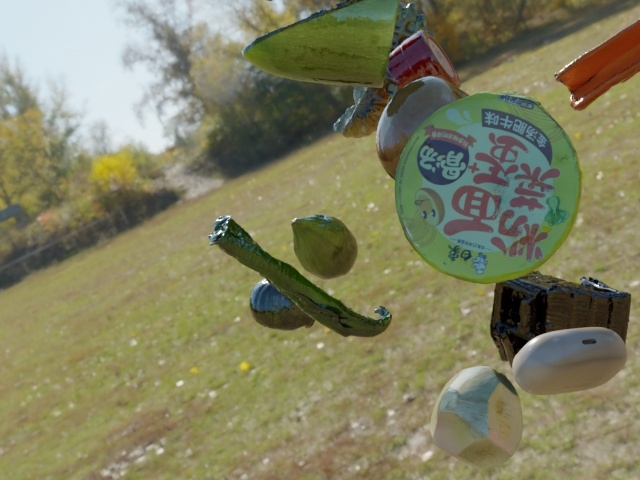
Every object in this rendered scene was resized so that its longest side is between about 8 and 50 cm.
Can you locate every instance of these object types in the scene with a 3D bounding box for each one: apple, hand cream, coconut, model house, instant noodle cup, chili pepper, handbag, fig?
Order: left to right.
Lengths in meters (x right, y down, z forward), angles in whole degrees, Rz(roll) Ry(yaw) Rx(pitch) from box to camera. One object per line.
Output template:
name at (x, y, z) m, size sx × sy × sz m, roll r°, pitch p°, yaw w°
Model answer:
chili pepper at (-0.032, 0.074, 1.443) m, size 0.076 × 0.359 × 0.085 m, roll -49°, pitch 24°, yaw 19°
fig at (0.004, -0.001, 2.330) m, size 0.167 × 0.233 × 0.167 m, roll -21°, pitch 26°, yaw 11°
hand cream at (0.269, -0.444, 2.256) m, size 0.125 × 0.193 × 0.193 m, roll -32°, pitch 5°, yaw 21°
apple at (0.242, -0.212, 1.741) m, size 0.254 × 0.253 × 0.253 m, roll -26°, pitch 8°, yaw 4°
coconut at (0.357, 0.404, 1.988) m, size 0.237 × 0.236 × 0.197 m, roll -31°, pitch 20°, yaw -35°
instant noodle cup at (0.301, -0.086, 1.461) m, size 0.311 × 0.311 × 0.221 m, roll -23°, pitch -8°, yaw 21°
model house at (0.568, 0.222, 2.013) m, size 0.283 × 0.317 × 0.297 m, roll 17°, pitch 25°, yaw 31°
handbag at (0.783, -0.474, 2.056) m, size 0.304 × 0.116 × 0.410 m, roll -29°, pitch -3°, yaw -42°

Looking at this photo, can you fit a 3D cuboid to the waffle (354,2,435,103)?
waffle at (0.207, -0.536, 2.518) m, size 0.292 × 0.309 × 0.056 m, roll -29°, pitch -17°, yaw 29°

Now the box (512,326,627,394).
box at (0.436, 0.212, 1.507) m, size 0.200 × 0.088 × 0.146 m, roll -3°, pitch -33°, yaw -17°

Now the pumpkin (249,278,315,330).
pumpkin at (-0.096, 0.136, 1.887) m, size 0.108 × 0.118 × 0.184 m, roll 9°, pitch -6°, yaw -37°

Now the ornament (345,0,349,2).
ornament at (0.143, -0.698, 2.272) m, size 0.202 × 0.236 × 0.080 m, roll 3°, pitch 11°, yaw 3°

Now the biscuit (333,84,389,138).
biscuit at (0.121, -0.346, 2.261) m, size 0.183 × 0.118 × 0.061 m, roll -59°, pitch -9°, yaw -5°

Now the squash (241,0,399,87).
squash at (-0.002, -0.440, 1.835) m, size 0.309 × 0.210 × 0.233 m, roll 11°, pitch 7°, yaw 1°
